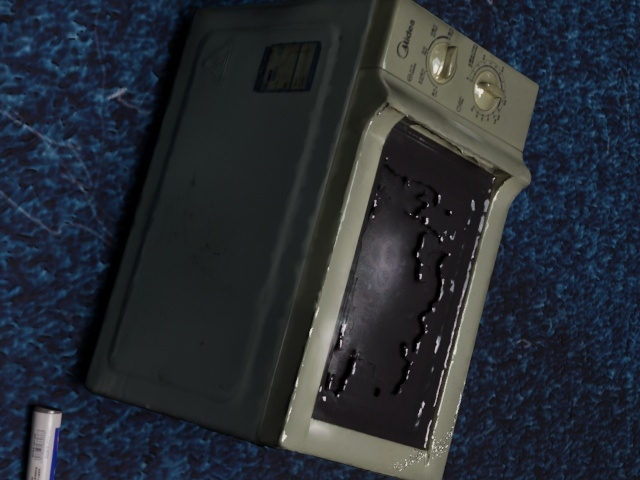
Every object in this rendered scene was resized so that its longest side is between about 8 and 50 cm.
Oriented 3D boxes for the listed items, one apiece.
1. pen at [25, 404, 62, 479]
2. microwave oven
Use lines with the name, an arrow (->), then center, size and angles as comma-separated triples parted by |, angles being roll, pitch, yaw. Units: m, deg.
pen -> -0.238, 0.239, 1.077 | 0.025, 0.025, 0.204 | 5, 91, -43
microwave oven -> 0.000, 0.000, 1.093 | 0.218, 0.286, 0.354 | 22, 78, -42
